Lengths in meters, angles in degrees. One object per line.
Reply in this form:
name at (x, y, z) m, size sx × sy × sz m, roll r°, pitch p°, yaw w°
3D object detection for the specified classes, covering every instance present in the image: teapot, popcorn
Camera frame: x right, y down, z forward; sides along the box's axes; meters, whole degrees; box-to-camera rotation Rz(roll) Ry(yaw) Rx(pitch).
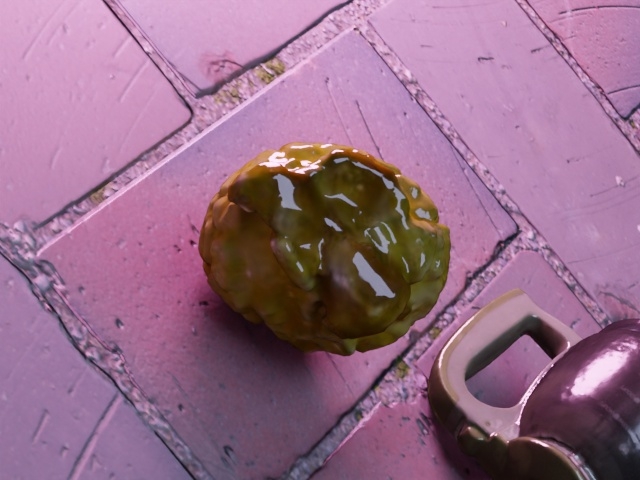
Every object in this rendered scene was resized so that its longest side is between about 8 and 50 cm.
teapot at (0.278, 0.192, 1.924) m, size 0.239 × 0.239 × 0.321 m, roll -25°, pitch 85°, yaw -36°
popcorn at (0.000, 0.000, 1.795) m, size 0.237 × 0.205 × 0.251 m, roll 30°, pitch -5°, yaw 23°
